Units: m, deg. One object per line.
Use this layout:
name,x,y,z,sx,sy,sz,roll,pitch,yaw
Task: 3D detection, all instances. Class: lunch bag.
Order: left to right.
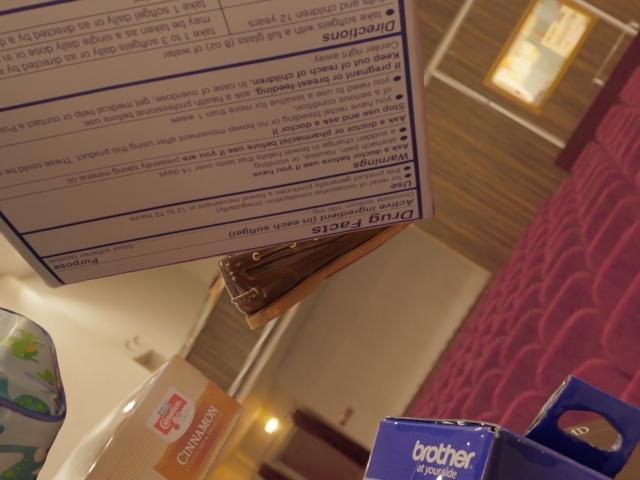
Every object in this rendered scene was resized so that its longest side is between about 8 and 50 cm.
lunch bag,-0.267,0.077,0.553,0.090,0.219,0.176,-64,27,7

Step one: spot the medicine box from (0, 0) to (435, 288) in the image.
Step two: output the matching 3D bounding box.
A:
medicine box,-0.081,-0.116,0.527,0.289,0.263,0.149,73,-173,-60

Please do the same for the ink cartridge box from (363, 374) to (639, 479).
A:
ink cartridge box,0.144,0.303,0.693,0.151,0.270,0.395,-13,54,57

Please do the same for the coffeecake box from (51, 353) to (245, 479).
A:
coffeecake box,-0.152,0.183,0.673,0.185,0.068,0.142,-41,12,47

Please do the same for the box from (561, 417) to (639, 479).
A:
box,0.380,0.384,1.172,0.381,0.191,0.143,-128,26,-71

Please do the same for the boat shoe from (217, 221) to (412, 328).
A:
boat shoe,0.000,0.000,0.842,0.207,0.073,0.073,-31,0,-36
